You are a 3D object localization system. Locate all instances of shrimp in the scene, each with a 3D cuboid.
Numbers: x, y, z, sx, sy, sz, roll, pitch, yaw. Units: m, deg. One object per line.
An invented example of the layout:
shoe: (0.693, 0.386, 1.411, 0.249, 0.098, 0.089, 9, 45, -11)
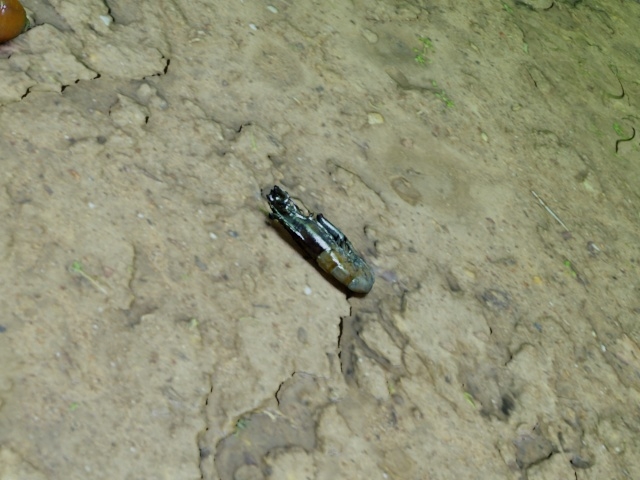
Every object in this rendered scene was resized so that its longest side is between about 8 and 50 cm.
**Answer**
shrimp: (0.000, 0.000, 1.710, 0.161, 0.034, 0.091, 45, 19, 2)

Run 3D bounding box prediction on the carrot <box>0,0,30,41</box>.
carrot: (-0.437, -0.264, 1.605, 0.271, 0.062, 0.066, 11, 71, -30)
